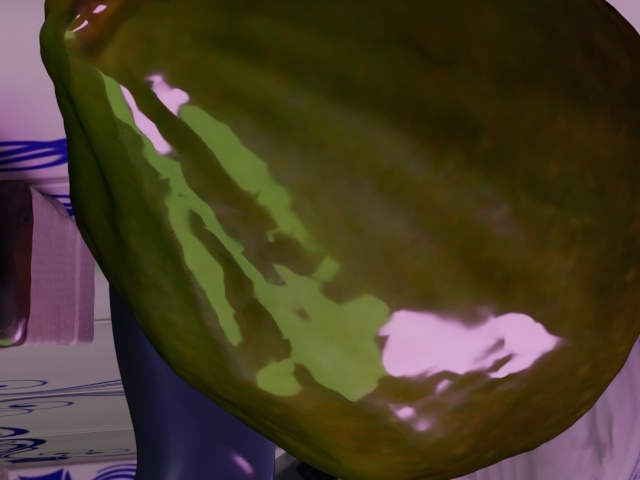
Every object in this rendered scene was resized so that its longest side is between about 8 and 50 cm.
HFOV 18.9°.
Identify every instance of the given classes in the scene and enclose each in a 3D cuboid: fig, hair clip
[{"bbox_3d":[-0.001,-0.027,0.549,0.233,0.167,0.167,29,153,-30],"label":"fig"},{"bbox_3d":[-0.160,0.013,0.894,0.101,0.085,0.331,-3,177,0],"label":"hair clip"}]

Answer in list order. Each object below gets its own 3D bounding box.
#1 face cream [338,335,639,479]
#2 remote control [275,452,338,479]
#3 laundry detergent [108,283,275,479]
[{"bbox_3d":[0.106,0.098,1.154,0.206,0.206,0.111,-10,168,26],"label":"face cream"},{"bbox_3d":[0.099,0.134,1.285,0.296,0.140,0.056,-33,144,-17],"label":"remote control"},{"bbox_3d":[-0.066,0.101,1.087,0.097,0.206,0.061,0,170,-36],"label":"laundry detergent"}]
